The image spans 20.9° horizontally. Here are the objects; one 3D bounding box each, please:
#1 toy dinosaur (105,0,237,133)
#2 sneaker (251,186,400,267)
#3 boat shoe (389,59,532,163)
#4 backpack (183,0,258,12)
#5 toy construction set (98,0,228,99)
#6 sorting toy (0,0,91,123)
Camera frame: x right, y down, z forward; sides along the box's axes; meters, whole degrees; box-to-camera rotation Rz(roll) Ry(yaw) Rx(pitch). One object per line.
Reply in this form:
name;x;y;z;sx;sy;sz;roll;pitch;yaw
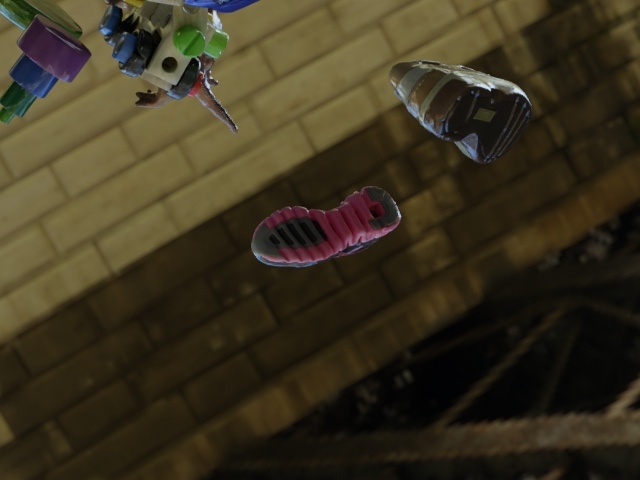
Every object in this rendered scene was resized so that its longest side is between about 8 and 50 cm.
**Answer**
toy dinosaur;-0.158;-0.278;2.069;0.127;0.295;0.200;-2;152;-26
sneaker;0.000;0.000;1.260;0.119;0.047;0.057;-14;159;-29
boat shoe;0.108;-0.111;1.353;0.068;0.072;0.190;-55;157;6
backpack;-0.070;-0.203;1.120;0.098;0.101;0.120;-29;170;16
toy construction set;-0.145;-0.274;1.776;0.215;0.151;0.327;-59;-170;13
sorting toy;-0.337;-0.214;1.791;0.126;0.127;0.365;-52;-146;9
